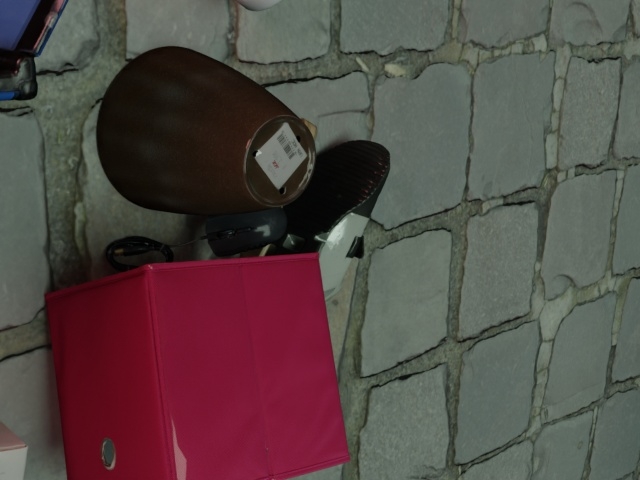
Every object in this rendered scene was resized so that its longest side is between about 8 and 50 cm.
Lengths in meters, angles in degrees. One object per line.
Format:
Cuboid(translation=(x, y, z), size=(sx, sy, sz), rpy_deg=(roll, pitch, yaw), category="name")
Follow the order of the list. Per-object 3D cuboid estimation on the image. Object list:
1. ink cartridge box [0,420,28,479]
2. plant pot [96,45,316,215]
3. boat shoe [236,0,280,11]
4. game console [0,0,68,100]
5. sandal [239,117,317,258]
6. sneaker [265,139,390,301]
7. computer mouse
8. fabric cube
Cuboid(translation=(-0.415, 0.304, 1.069), size=(0.093, 0.154, 0.212), rpy_deg=(-1, 104, -43), category="ink cartridge box")
Cuboid(translation=(-0.120, -0.118, 1.152), size=(0.215, 0.230, 0.215), rpy_deg=(-15, 113, -39), category="plant pot")
Cuboid(translation=(-0.039, -0.471, 1.177), size=(0.156, 0.136, 0.367), rpy_deg=(40, 73, -43), category="boat shoe")
Cuboid(translation=(-0.362, -0.223, 0.845), size=(0.250, 0.293, 0.173), rpy_deg=(-11, 110, -40), category="game console")
Cuboid(translation=(-0.090, -0.074, 1.317), size=(0.079, 0.088, 0.240), rpy_deg=(29, 78, -25), category="sandal")
Cuboid(translation=(0.000, 0.000, 1.403), size=(0.330, 0.122, 0.146), rpy_deg=(-54, 151, -17), category="sneaker")
Cuboid(translation=(-0.157, -0.003, 1.231), size=(0.242, 0.041, 0.071), rpy_deg=(-16, 97, -15), category="computer mouse")
Cuboid(translation=(-0.153, 0.165, 1.146), size=(0.259, 0.254, 0.258), rpy_deg=(-4, 83, -42), category="fabric cube")
